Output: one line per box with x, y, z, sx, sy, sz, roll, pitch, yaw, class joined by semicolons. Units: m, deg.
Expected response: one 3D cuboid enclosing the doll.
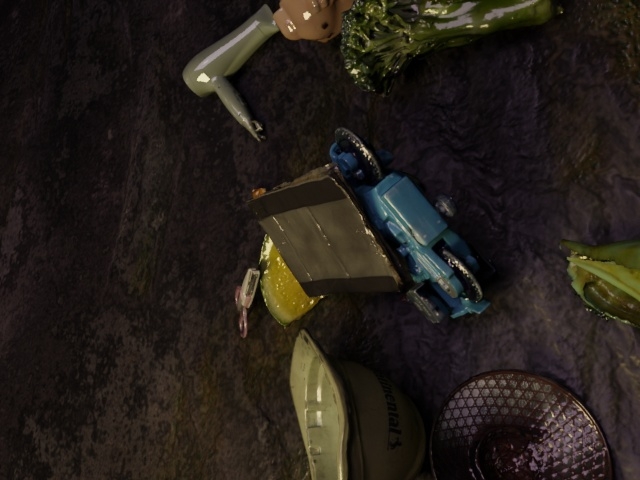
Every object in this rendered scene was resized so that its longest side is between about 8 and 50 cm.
0.054;-0.408;1.039;0.278;0.154;0.119;-29;99;23;doll

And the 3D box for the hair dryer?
-0.130;-0.280;1.204;0.206;0.075;0.237;-33;65;19;hair dryer

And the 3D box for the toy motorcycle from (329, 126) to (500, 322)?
0.097;-0.018;0.829;0.124;0.182;0.272;-40;91;-11;toy motorcycle

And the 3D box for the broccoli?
0.171;-0.291;0.919;0.304;0.165;0.145;-8;112;26;broccoli

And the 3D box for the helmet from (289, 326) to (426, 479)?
0.054;0.229;0.827;0.204;0.137;0.257;105;157;-50;helmet

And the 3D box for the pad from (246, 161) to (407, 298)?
0.000;0.000;0.855;0.022;0.174;0.233;-39;13;-29;pad

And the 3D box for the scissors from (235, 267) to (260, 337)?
-0.113;0.084;1.024;0.176;0.022;0.085;115;148;-57;scissors

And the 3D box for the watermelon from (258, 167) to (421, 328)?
0.005;-0.009;0.977;0.129;0.123;0.301;45;108;17;watermelon

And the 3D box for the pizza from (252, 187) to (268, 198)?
-0.091;-0.063;1.119;0.037;0.016;0.083;-56;46;12;pizza

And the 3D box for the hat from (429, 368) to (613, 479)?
0.210;0.245;0.736;0.193;0.082;0.192;0;58;0;hat

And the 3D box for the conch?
0.339;0.045;0.695;0.201;0.080;0.094;0;88;57;conch
